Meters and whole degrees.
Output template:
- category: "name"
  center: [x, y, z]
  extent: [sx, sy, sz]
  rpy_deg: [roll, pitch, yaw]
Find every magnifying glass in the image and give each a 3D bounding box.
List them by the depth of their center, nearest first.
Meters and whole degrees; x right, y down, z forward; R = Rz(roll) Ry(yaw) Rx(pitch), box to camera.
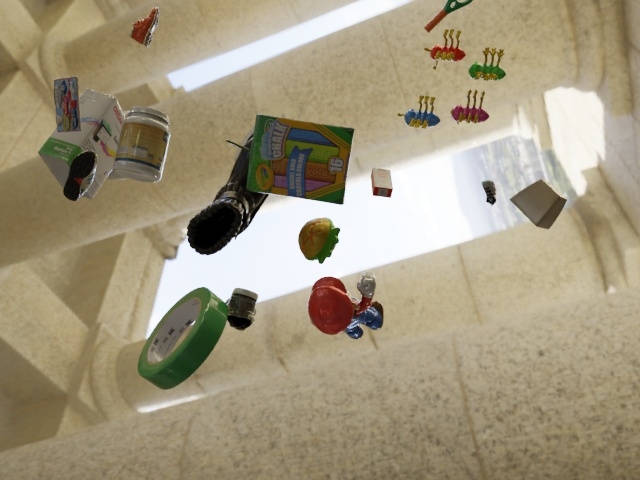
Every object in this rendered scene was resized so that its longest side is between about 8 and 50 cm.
- category: "magnifying glass"
  center: [0.461, -0.830, 2.168]
  extent: [0.092, 0.231, 0.026]
  rpy_deg: [27, -152, -43]

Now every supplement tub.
- category: "supplement tub"
  center: [-0.538, -0.290, 1.859]
  extent: [0.144, 0.144, 0.200]
  rpy_deg: [36, -119, -68]

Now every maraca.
- category: "maraca"
  center: [0.000, 0.000, 1.628]
  extent: [0.099, 0.127, 0.185]
  rpy_deg: [24, -177, -25]

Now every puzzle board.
- category: "puzzle board"
  center: [-0.616, -0.328, 1.485]
  extent: [0.011, 0.096, 0.128]
  rpy_deg: [-11, -78, -55]

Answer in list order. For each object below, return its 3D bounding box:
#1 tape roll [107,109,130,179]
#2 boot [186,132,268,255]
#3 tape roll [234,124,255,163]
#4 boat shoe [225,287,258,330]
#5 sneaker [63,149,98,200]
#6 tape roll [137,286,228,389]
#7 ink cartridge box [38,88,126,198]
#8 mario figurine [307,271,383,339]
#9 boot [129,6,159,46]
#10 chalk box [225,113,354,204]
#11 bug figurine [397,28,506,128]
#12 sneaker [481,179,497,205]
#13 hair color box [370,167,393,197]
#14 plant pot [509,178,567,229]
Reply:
- category: "tape roll"
  center: [-0.711, -0.351, 2.261]
  extent: [0.246, 0.169, 0.246]
  rpy_deg: [13, -105, -62]
- category: "boot"
  center: [-0.217, -0.131, 1.641]
  extent: [0.348, 0.131, 0.260]
  rpy_deg: [-65, -5, 15]
- category: "tape roll"
  center: [-0.223, -0.350, 2.252]
  extent: [0.072, 0.219, 0.219]
  rpy_deg: [35, -148, -26]
- category: "boat shoe"
  center: [-0.263, 0.238, 1.979]
  extent: [0.305, 0.109, 0.091]
  rpy_deg: [118, 167, -66]
- category: "sneaker"
  center: [-0.636, -0.184, 1.648]
  extent: [0.057, 0.161, 0.075]
  rpy_deg: [30, -154, -8]
- category: "tape roll"
  center: [-0.415, 0.290, 1.848]
  extent: [0.077, 0.321, 0.321]
  rpy_deg: [44, -154, -25]
- category: "ink cartridge box"
  center: [-0.732, -0.306, 1.941]
  extent: [0.201, 0.117, 0.278]
  rpy_deg: [86, -155, -59]
- category: "mario figurine"
  center: [0.059, 0.159, 1.606]
  extent: [0.170, 0.198, 0.320]
  rpy_deg: [30, 177, 28]
- category: "boot"
  center: [-0.655, -0.810, 2.286]
  extent: [0.059, 0.084, 0.158]
  rpy_deg: [142, 148, -79]
- category: "chalk box"
  center: [-0.077, -0.191, 1.439]
  extent: [0.180, 0.288, 0.179]
  rpy_deg: [-84, 2, -84]
- category: "bug figurine"
  center: [0.320, -0.367, 1.477]
  extent: [0.279, 0.216, 0.072]
  rpy_deg: [-67, -26, -13]
- category: "sneaker"
  center: [0.520, -0.140, 1.874]
  extent: [0.098, 0.038, 0.069]
  rpy_deg: [30, -123, -50]
- category: "hair color box"
  center: [0.226, -0.215, 2.270]
  extent: [0.141, 0.071, 0.043]
  rpy_deg: [-87, 6, -53]
- category: "plant pot"
  center: [0.597, -0.104, 1.651]
  extent: [0.109, 0.096, 0.109]
  rpy_deg: [6, -140, -53]
